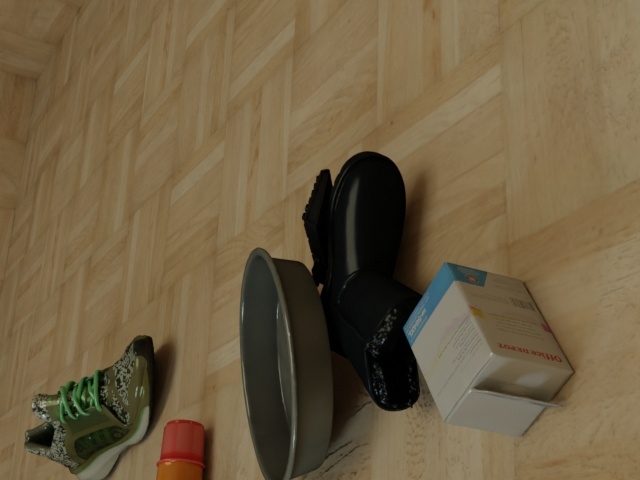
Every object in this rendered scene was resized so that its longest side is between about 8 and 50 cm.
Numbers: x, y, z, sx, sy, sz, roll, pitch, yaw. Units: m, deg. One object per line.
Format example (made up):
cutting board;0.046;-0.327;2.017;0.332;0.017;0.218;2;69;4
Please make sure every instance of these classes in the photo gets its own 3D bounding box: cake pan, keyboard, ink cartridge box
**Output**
cake pan;-0.044;0.153;1.256;0.293;0.054;0.293;177;90;-74
keyboard;0.000;0.000;1.249;0.180;0.023;0.108;75;-155;-63
ink cartridge box;0.151;0.105;0.942;0.090;0.092;0.143;-60;30;30

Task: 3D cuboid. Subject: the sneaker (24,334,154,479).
sneaker;-0.422;0.307;1.866;0.410;0.182;0.158;-53;34;38

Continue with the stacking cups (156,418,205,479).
stacking cups;-0.211;0.417;1.502;0.096;0.096;0.316;-36;45;53

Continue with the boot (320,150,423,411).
boot;0.073;0.039;1.123;0.207;0.094;0.246;-146;65;-66
